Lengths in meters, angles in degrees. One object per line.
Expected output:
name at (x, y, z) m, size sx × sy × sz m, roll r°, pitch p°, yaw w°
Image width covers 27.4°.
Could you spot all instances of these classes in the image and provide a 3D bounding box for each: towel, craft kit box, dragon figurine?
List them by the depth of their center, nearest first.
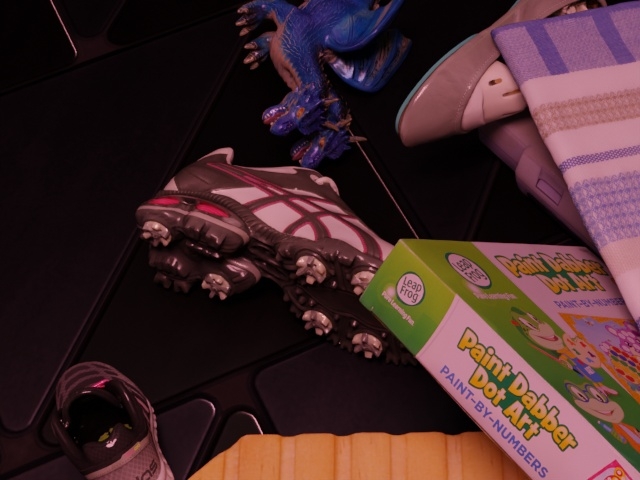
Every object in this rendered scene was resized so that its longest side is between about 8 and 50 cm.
craft kit box at (0.183, 0.096, 0.824) m, size 0.246 × 0.061 × 0.250 m, roll 43°, pitch 23°, yaw 30°
towel at (0.263, -0.058, 0.933) m, size 0.209 × 0.034 × 0.285 m, roll -12°, pitch 59°, yaw -17°
dragon figurine at (0.029, -0.181, 1.106) m, size 0.144 × 0.085 × 0.289 m, roll 32°, pitch 63°, yaw 24°

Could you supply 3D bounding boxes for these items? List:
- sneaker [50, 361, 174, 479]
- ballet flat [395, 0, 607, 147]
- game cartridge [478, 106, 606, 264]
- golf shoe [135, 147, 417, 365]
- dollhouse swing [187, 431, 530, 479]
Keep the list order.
sneaker at (-0.148, 0.118, 0.886) m, size 0.063 × 0.075 × 0.170 m, roll -28°, pitch 32°, yaw -8°
ballet flat at (0.146, -0.135, 1.006) m, size 0.068 × 0.072 × 0.213 m, roll 33°, pitch 61°, yaw 26°
game cartridge at (0.314, -0.036, 1.000) m, size 0.230 × 0.068 × 0.355 m, roll -35°, pitch 59°, yaw -14°
golf shoe at (0.000, 0.000, 0.971) m, size 0.272 × 0.105 × 0.120 m, roll 20°, pitch 51°, yaw 17°
dollhouse swing at (0.045, 0.225, 0.705) m, size 0.346 × 0.315 × 0.305 m, roll -1°, pitch 69°, yaw 4°
